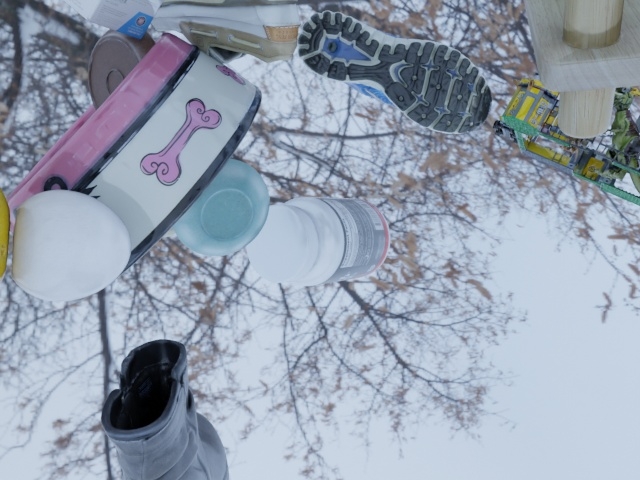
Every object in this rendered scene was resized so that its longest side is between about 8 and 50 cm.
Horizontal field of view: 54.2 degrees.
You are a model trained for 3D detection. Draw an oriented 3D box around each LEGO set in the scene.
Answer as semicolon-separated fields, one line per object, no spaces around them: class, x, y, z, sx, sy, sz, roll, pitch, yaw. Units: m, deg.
LEGO set;0.452;-0.194;0.948;0.331;0.255;0.192;30;-87;31

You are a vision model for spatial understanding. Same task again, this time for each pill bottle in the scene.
pill bottle;0.000;0.000;1.503;0.210;0.363;0.210;2;-87;33

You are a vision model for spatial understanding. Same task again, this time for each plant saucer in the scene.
plant saucer;-0.179;-0.054;1.163;0.037;0.195;0.195;40;-69;56
plant saucer;-0.280;-0.221;0.885;0.168;0.029;0.168;11;-72;36

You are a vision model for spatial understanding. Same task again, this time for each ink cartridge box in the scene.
ink cartridge box;-0.226;-0.349;0.764;0.061;0.104;0.181;41;-73;13

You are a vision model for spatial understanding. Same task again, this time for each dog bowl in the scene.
dog bowl;-0.277;-0.119;0.880;0.408;0.150;0.408;-36;-154;21

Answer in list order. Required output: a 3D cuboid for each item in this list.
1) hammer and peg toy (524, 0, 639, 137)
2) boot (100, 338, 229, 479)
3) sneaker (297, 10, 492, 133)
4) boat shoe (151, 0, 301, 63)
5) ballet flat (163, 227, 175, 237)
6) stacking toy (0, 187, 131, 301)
hammer and peg toy;0.303;-0.231;0.510;0.266;0.127;0.361;-1;-138;15
boot;-0.169;0.212;0.723;0.338;0.118;0.223;-138;-136;-73
sneaker;0.129;-0.282;1.034;0.330;0.147;0.130;26;-72;2
boat shoe;-0.153;-0.313;0.921;0.302;0.113;0.103;16;-61;43
ballet flat;-0.244;-0.068;1.220;0.052;0.057;0.168;32;-104;7
stacking toy;-0.417;-0.004;0.567;0.350;0.480;0.351;-176;-90;-65
